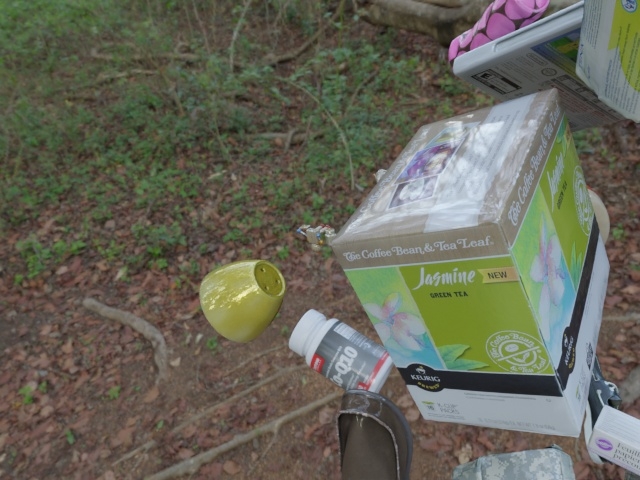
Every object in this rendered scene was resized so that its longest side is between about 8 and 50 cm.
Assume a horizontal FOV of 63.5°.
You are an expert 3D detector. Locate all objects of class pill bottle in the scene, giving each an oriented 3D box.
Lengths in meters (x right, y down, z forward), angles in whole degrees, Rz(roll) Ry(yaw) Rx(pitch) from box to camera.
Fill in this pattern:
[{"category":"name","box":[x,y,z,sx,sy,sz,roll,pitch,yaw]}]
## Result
[{"category":"pill bottle","box":[0.059,0.328,1.492,0.283,0.161,0.161,29,43,18]}]

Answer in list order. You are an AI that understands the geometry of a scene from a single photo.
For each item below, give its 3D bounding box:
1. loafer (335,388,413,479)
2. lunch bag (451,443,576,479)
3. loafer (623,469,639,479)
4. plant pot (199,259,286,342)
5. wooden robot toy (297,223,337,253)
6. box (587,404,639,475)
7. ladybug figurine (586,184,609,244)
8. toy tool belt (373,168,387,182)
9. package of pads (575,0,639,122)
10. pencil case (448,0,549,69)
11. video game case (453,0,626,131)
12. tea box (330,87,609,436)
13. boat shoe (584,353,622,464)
[{"category":"loafer","box":[0.101,0.447,0.968,0.134,0.366,0.130,-2,22,27]},{"category":"lunch bag","box":[0.446,0.619,1.109,0.212,0.256,0.305,28,43,-17]},{"category":"loafer","box":[0.659,0.539,1.011,0.102,0.092,0.268,-15,39,53]},{"category":"plant pot","box":[-0.111,0.084,0.833,0.095,0.134,0.134,-36,17,31]},{"category":"wooden robot toy","box":[0.000,0.000,1.545,0.076,0.079,0.173,-23,24,-35]},{"category":"box","box":[0.609,0.377,0.823,0.324,0.063,0.067,21,41,34]},{"category":"ladybug figurine","box":[0.588,-0.026,1.392,0.305,0.449,0.162,11,55,3]},{"category":"toy tool belt","box":[0.196,-0.174,1.497,0.083,0.052,0.051,22,7,-13]},{"category":"package of pads","box":[0.332,-0.236,0.349,0.296,0.229,0.101,-27,56,5]},{"category":"pencil case","box":[0.310,-0.383,0.922,0.095,0.098,0.209,-8,-13,-21]},{"category":"video game case","box":[0.429,-0.260,0.798,0.329,0.036,0.300,13,-11,-34]},{"category":"tea box","box":[0.232,0.024,0.716,0.220,0.323,0.329,-9,31,40]},{"category":"boat shoe","box":[0.745,0.427,1.358,0.091,0.114,0.302,-24,51,40]}]
